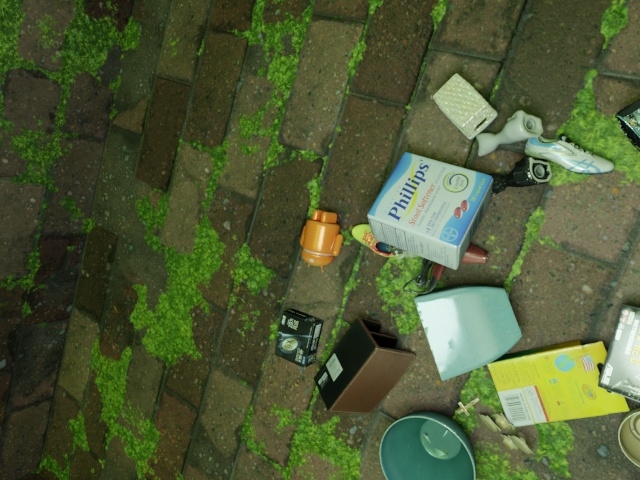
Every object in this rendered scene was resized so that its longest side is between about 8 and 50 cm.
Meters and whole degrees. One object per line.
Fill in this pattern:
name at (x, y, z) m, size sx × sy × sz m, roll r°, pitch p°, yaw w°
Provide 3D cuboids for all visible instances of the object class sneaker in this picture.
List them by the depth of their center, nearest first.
sneaker at (0.703, -0.248, 1.273) m, size 0.237 × 0.085 × 0.086 m, roll 27°, pitch 128°, yaw 27°
sneaker at (0.192, 0.000, 1.560) m, size 0.209 × 0.094 × 0.081 m, roll 26°, pitch 105°, yaw 27°

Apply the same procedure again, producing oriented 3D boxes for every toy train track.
toy train track at (0.482, 0.538, 1.470) m, size 0.083 × 0.014 × 0.048 m, roll -43°, pitch 65°, yaw 17°

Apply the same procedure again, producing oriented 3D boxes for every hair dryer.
hair dryer at (0.379, 0.073, 1.414) m, size 0.294 × 0.080 × 0.223 m, roll -14°, pitch 48°, yaw 0°

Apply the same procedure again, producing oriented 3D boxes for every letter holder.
letter holder at (0.158, 0.446, 1.581) m, size 0.301 × 0.215 × 0.152 m, roll -58°, pitch 36°, yaw 19°

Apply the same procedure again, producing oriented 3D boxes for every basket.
basket at (0.440, -0.415, 1.389) m, size 0.113 × 0.103 × 0.167 m, roll -44°, pitch 61°, yaw 22°

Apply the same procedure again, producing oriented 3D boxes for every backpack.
backpack at (0.867, -0.279, 1.141) m, size 0.144 × 0.166 × 0.188 m, roll -32°, pitch 79°, yaw 35°

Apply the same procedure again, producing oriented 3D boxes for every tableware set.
tableware set at (0.559, 0.582, 1.366) m, size 0.020 × 0.168 × 0.141 m, roll -37°, pitch 77°, yaw -18°

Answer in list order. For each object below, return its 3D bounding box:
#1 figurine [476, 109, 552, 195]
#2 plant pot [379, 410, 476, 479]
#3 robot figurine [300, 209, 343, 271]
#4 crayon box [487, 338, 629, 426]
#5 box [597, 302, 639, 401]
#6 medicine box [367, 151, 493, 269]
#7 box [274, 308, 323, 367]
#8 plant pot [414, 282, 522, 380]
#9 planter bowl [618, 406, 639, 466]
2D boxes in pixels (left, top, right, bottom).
figurine at (0.550, -0.248, 1.333) m, size 0.209 × 0.093 × 0.214 m, roll -17°, pitch 81°, yaw 65°
plant pot at (0.359, 0.670, 1.437) m, size 0.290 × 0.195 × 0.290 m, roll 1°, pitch 92°, yaw 28°
robot figurine at (0.001, 0.000, 1.643) m, size 0.158 × 0.128 × 0.219 m, roll 11°, pitch 98°, yaw 3°
crayon box at (0.682, 0.416, 1.317) m, size 0.319 × 0.081 × 0.202 m, roll -21°, pitch 82°, yaw 28°
box at (0.839, 0.297, 1.146) m, size 0.183 × 0.056 × 0.230 m, roll 17°, pitch 96°, yaw 35°
medicine box at (0.335, -0.096, 1.383) m, size 0.289 × 0.149 × 0.263 m, roll 22°, pitch 69°, yaw 26°
box at (-0.084, 0.372, 1.733) m, size 0.148 × 0.078 × 0.180 m, roll 17°, pitch 100°, yaw 28°
plant pot at (0.451, 0.245, 1.355) m, size 0.252 × 0.248 × 0.247 m, roll -19°, pitch 82°, yaw 16°
planter bowl at (0.882, 0.514, 1.197) m, size 0.162 × 0.109 × 0.161 m, roll 1°, pitch 92°, yaw 28°
